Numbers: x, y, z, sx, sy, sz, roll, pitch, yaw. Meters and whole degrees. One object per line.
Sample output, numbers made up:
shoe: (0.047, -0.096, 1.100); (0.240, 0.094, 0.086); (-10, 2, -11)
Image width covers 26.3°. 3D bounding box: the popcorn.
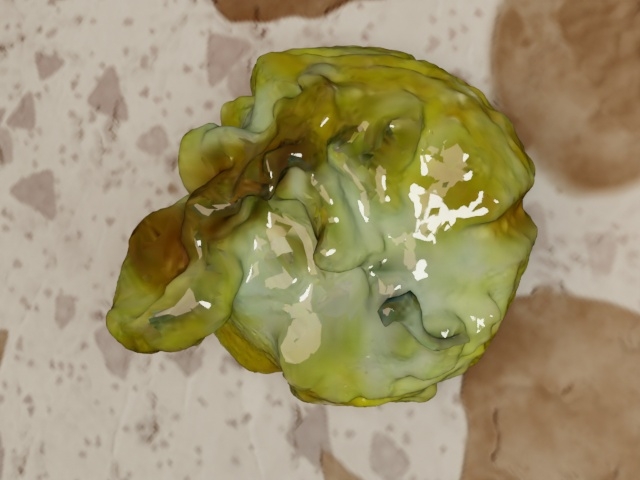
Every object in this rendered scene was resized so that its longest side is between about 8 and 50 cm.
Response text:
popcorn: (0.000, 0.000, 0.672); (0.198, 0.212, 0.198); (15, 107, 57)
